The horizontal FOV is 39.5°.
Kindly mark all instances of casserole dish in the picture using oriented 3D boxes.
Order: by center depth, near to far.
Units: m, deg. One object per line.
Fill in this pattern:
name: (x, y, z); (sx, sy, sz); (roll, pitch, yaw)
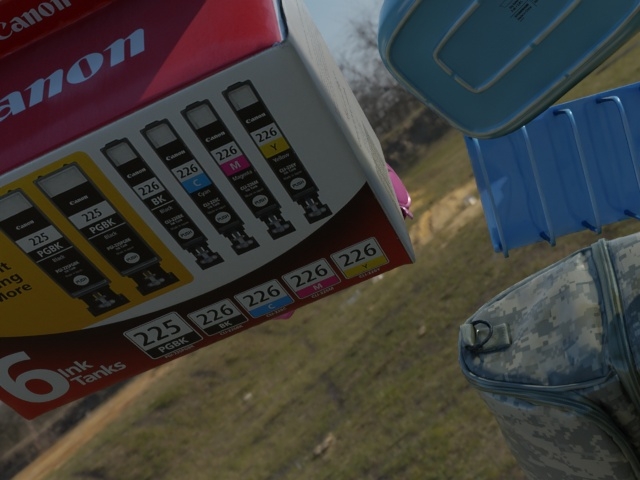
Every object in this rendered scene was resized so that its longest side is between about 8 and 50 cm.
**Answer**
casserole dish: (0.101, -0.121, 0.461); (0.188, 0.114, 0.037); (-44, 11, 46)

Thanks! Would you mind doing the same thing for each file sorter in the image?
file sorter: (0.224, -0.061, 0.776); (0.170, 0.118, 0.104); (-15, 5, 9)

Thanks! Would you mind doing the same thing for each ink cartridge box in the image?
ink cartridge box: (-0.137, -0.048, 0.562); (0.309, 0.272, 0.130); (-24, 46, 11)

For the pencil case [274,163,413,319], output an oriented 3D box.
pencil case: (0.000, 0.000, 0.959); (0.209, 0.098, 0.095); (-43, -18, 20)

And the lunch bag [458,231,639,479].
lunch bag: (0.303, 0.162, 0.903); (0.256, 0.305, 0.213); (-18, 36, 24)
